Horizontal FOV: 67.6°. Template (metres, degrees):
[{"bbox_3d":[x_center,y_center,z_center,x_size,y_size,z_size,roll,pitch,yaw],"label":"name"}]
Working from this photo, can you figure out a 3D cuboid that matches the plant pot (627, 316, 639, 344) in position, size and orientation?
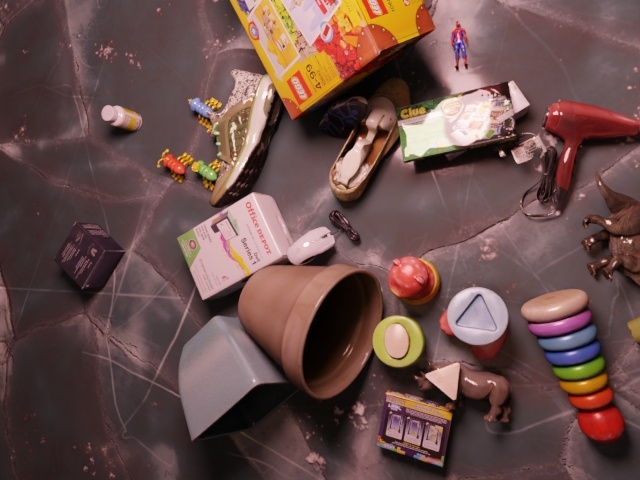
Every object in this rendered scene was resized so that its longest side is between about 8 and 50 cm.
[{"bbox_3d":[0.708,0.187,1.021,0.079,0.083,0.083,-27,80,30],"label":"plant pot"}]

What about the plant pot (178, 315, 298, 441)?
[{"bbox_3d":[-0.234,0.346,1.287,0.248,0.247,0.252,-44,61,15],"label":"plant pot"}]

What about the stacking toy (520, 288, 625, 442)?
[{"bbox_3d":[0.567,0.281,1.053,0.141,0.141,0.330,-21,89,19],"label":"stacking toy"}]

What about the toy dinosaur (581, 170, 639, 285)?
[{"bbox_3d":[0.664,-0.003,1.034,0.161,0.121,0.313,-17,78,7],"label":"toy dinosaur"}]

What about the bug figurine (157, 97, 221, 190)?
[{"bbox_3d":[-0.360,-0.287,1.429,0.216,0.072,0.278,32,99,18],"label":"bug figurine"}]

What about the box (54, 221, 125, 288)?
[{"bbox_3d":[-0.751,0.049,1.558,0.158,0.093,0.155,39,102,18],"label":"box"}]

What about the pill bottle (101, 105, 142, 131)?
[{"bbox_3d":[-0.626,-0.386,1.506,0.065,0.116,0.065,-1,88,20],"label":"pill bottle"}]

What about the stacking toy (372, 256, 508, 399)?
[{"bbox_3d":[0.259,0.196,1.116,0.309,0.130,0.279,27,85,25],"label":"stacking toy"}]

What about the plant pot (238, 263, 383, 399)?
[{"bbox_3d":[-0.046,0.187,1.201,0.281,0.323,0.322,18,96,36],"label":"plant pot"}]

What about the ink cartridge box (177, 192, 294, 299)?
[{"bbox_3d":[-0.234,0.018,1.351,0.278,0.117,0.201,-29,79,17],"label":"ink cartridge box"}]

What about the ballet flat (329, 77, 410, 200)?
[{"bbox_3d":[0.124,-0.260,1.224,0.123,0.123,0.348,31,99,18],"label":"ballet flat"}]

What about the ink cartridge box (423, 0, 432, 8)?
[{"bbox_3d":[0.130,-0.664,1.184,0.114,0.197,0.273,-47,74,14],"label":"ink cartridge box"}]

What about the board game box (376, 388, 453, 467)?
[{"bbox_3d":[0.238,0.468,1.204,0.171,0.048,0.140,11,91,21],"label":"board game box"}]

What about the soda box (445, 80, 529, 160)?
[{"bbox_3d":[0.384,-0.284,1.151,0.216,0.069,0.073,-32,79,17],"label":"soda box"}]

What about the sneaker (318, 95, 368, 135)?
[{"bbox_3d":[0.057,-0.334,1.218,0.080,0.211,0.081,24,80,-22],"label":"sneaker"}]

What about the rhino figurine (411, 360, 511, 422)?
[{"bbox_3d":[0.338,0.351,1.155,0.244,0.073,0.106,13,89,23],"label":"rhino figurine"}]

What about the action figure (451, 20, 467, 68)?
[{"bbox_3d":[0.346,-0.490,1.191,0.038,0.030,0.115,-7,85,25],"label":"action figure"}]

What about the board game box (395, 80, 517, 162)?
[{"bbox_3d":[0.314,-0.275,1.126,0.260,0.030,0.136,-9,87,21],"label":"board game box"}]

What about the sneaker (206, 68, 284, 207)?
[{"bbox_3d":[-0.240,-0.291,1.332,0.182,0.158,0.409,23,89,9],"label":"sneaker"}]

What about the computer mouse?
[{"bbox_3d":[0.000,0.000,1.266,0.193,0.042,0.106,-32,77,-10],"label":"computer mouse"}]

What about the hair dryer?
[{"bbox_3d":[0.566,-0.205,1.094,0.294,0.080,0.223,-29,93,24],"label":"hair dryer"}]

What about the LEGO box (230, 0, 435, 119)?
[{"bbox_3d":[-0.029,-0.590,1.079,0.373,0.193,0.499,-16,105,58],"label":"LEGO box"}]
